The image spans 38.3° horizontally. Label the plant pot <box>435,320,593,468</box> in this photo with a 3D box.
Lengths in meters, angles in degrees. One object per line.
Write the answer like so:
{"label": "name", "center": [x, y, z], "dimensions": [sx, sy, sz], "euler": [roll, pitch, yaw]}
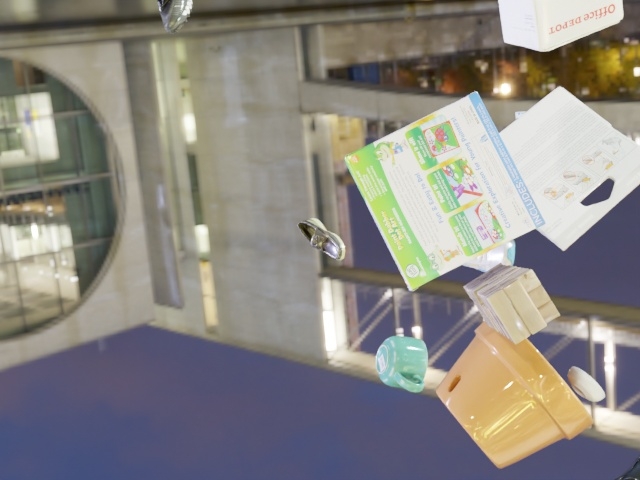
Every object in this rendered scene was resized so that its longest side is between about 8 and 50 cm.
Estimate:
{"label": "plant pot", "center": [0.370, 0.315, 1.840], "dimensions": [0.203, 0.291, 0.291], "euler": [-40, -166, 0]}

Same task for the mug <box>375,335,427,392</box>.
{"label": "mug", "center": [0.202, 0.305, 2.305], "dimensions": [0.097, 0.129, 0.158], "euler": [10, 176, -18]}

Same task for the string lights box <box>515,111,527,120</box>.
{"label": "string lights box", "center": [0.512, -0.217, 2.076], "dimensions": [0.133, 0.077, 0.260], "euler": [-5, -152, 13]}

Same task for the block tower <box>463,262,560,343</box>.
{"label": "block tower", "center": [0.331, 0.106, 1.626], "dimensions": [0.091, 0.097, 0.335], "euler": [-31, -179, 3]}

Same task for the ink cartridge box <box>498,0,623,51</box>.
{"label": "ink cartridge box", "center": [0.329, -0.397, 1.293], "dimensions": [0.160, 0.219, 0.092], "euler": [-23, -153, -20]}

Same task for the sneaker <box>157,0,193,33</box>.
{"label": "sneaker", "center": [-0.328, -0.533, 1.950], "dimensions": [0.106, 0.234, 0.078], "euler": [27, 134, -32]}

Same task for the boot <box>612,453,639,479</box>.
{"label": "boot", "center": [0.457, 0.352, 1.312], "dimensions": [0.121, 0.045, 0.099], "euler": [-42, 178, 12]}

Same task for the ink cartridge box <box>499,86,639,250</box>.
{"label": "ink cartridge box", "center": [0.453, -0.130, 1.759], "dimensions": [0.296, 0.066, 0.261], "euler": [-37, -115, -19]}

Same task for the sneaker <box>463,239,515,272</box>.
{"label": "sneaker", "center": [0.349, 0.029, 2.037], "dimensions": [0.092, 0.087, 0.228], "euler": [8, 177, -21]}

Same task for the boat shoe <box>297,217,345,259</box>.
{"label": "boat shoe", "center": [0.000, 0.000, 2.052], "dimensions": [0.049, 0.056, 0.152], "euler": [-5, -151, -34]}

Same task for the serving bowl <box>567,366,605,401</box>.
{"label": "serving bowl", "center": [0.509, 0.283, 1.784], "dimensions": [0.027, 0.083, 0.083], "euler": [-42, -159, -9]}

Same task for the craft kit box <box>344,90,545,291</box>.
{"label": "craft kit box", "center": [0.203, -0.080, 1.523], "dimensions": [0.246, 0.250, 0.061], "euler": [-26, 175, -2]}
